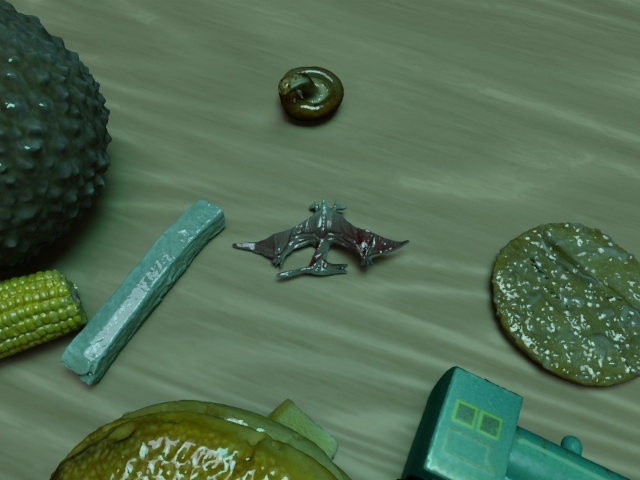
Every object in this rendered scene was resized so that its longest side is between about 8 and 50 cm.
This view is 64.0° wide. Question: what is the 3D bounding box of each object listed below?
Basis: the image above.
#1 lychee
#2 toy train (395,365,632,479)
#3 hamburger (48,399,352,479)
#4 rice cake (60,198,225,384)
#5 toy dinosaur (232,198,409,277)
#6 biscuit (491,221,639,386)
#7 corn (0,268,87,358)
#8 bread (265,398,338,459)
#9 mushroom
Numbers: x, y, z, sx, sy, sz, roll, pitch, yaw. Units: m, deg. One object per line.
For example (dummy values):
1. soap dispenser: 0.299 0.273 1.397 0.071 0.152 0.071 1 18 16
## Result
1. lychee: -0.372 -0.106 0.542 0.300 0.300 0.300 2 62 -3
2. toy train: 0.213 0.259 0.469 0.298 0.120 0.194 24 58 9
3. hamburger: -0.099 0.276 0.384 0.314 0.170 0.290 22 78 11
4. rice cake: -0.197 0.050 0.591 0.045 0.042 0.245 26 63 15
5. toy dinosaur: 0.000 -0.001 0.639 0.220 0.032 0.108 -1 65 6
6. biscuit: 0.314 0.070 0.623 0.220 0.033 0.220 3 61 -5
7. corn: -0.375 0.096 0.531 0.248 0.081 0.081 -19 65 -12
8. bread: -0.041 0.237 0.516 0.084 0.080 0.109 33 100 13
9. mushroom: -0.027 -0.206 0.719 0.129 0.073 0.088 -23 77 -53
